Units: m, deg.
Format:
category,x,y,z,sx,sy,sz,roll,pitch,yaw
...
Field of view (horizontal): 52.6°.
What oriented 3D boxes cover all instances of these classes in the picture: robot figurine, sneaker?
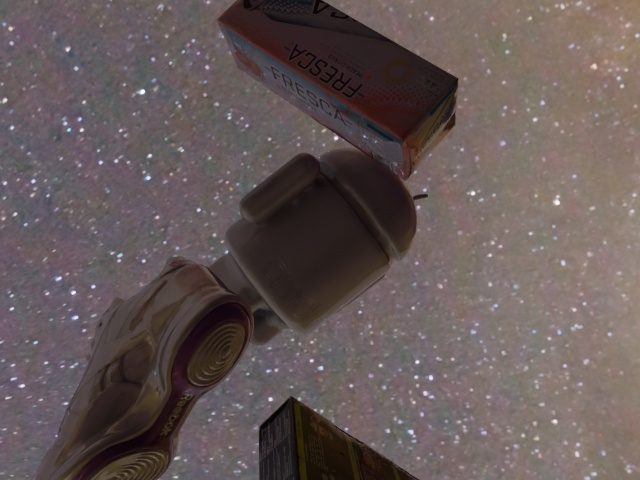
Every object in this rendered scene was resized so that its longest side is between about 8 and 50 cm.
category,x,y,z,sx,sy,sz,roll,pitch,yaw
robot figurine,0.000,0.000,0.971,0.200,0.353,0.300,50,179,42
sneaker,-0.197,0.153,0.680,0.305,0.152,0.114,-51,-40,2

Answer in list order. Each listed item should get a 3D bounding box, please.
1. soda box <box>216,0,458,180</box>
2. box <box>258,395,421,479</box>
category,x,y,z,sx,sy,sz,roll,pitch,yaw
soda box,0.011,-0.124,0.479,0.183,0.058,0.063,37,-103,22
box,0.041,0.216,0.420,0.184,0.045,0.191,35,-162,-21
